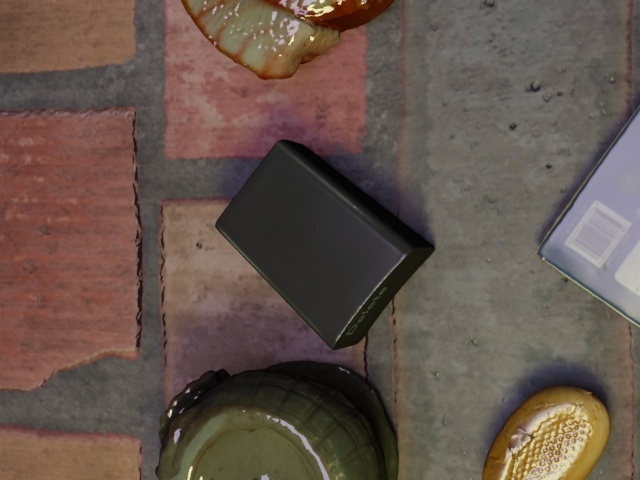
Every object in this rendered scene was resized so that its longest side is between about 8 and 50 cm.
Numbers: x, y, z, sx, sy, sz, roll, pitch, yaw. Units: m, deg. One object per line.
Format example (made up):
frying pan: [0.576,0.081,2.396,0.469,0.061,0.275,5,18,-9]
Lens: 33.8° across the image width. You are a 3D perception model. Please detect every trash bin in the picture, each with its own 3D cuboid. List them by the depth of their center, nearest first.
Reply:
trash bin: [0.000,0.000,1.329,0.225,0.115,0.165,42,104,15]

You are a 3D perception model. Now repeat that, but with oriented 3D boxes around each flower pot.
flower pot: [-0.061,0.293,1.310,0.302,0.213,0.301,1,92,20]

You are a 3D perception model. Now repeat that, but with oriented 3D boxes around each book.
book: [0.502,0.018,1.186,0.428,0.039,0.300,37,104,15]

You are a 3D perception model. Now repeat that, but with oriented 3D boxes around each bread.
bread: [0.267,0.252,1.264,0.114,0.077,0.189,36,103,-6]
bread: [-0.036,-0.387,1.323,0.328,0.114,0.295,-38,78,18]
